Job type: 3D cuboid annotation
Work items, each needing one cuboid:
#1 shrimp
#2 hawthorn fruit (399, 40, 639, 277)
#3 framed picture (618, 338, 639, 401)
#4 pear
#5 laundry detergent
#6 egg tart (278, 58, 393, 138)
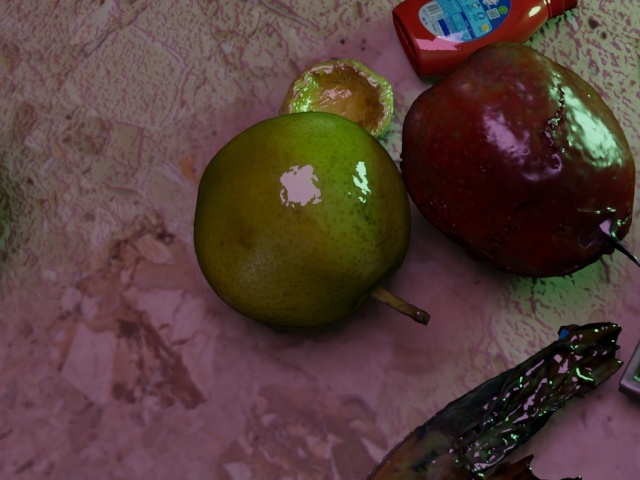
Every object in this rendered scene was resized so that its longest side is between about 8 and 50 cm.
[{"bbox_3d":[0.137,0.148,0.928,0.290,0.222,0.054,-37,99,-17],"label":"shrimp"},{"bbox_3d":[0.170,-0.045,1.028,0.181,0.181,0.235,-31,59,-9],"label":"hawthorn fruit"},{"bbox_3d":[0.384,0.046,1.025,0.209,0.019,0.281,28,69,11],"label":"framed picture"},{"bbox_3d":[0.000,0.000,1.040,0.216,0.166,0.180,45,108,5],"label":"pear"},{"bbox_3d":[0.155,-0.208,1.190,0.165,0.049,0.097,-19,58,-5],"label":"laundry detergent"},{"bbox_3d":[0.016,-0.115,1.162,0.105,0.039,0.105,-3,62,6],"label":"egg tart"}]
